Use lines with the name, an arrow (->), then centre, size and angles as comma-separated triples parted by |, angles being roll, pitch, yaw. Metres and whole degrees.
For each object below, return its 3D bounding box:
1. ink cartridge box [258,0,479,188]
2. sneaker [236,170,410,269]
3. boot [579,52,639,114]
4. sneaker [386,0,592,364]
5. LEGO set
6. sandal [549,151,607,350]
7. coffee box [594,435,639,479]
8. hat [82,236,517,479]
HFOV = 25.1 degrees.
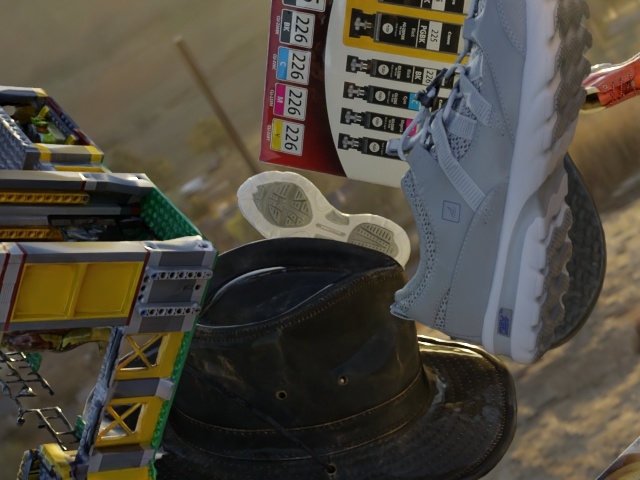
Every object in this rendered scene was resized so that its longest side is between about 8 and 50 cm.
ink cartridge box -> 0.099, -0.209, 1.308 | 0.271, 0.310, 0.130 | 11, 25, 11
sneaker -> 0.000, 0.000, 1.748 | 0.090, 0.232, 0.115 | -55, -18, -20
boot -> 0.420, -0.213, 1.977 | 0.158, 0.059, 0.084 | -14, 24, 41
sneaker -> 0.091, -0.068, 0.848 | 0.115, 0.281, 0.105 | 8, 11, 20
LEGO set -> -0.224, 0.032, 0.860 | 0.192, 0.255, 0.331 | 0, 38, -38
sandal -> 0.286, -0.064, 1.918 | 0.167, 0.107, 0.446 | -18, 65, 22
coffee box -> 0.459, 0.317, 1.772 | 0.297, 0.119, 0.168 | -42, 33, -7
hat -> -0.016, 0.073, 1.079 | 0.331, 0.134, 0.331 | -1, 22, 0
